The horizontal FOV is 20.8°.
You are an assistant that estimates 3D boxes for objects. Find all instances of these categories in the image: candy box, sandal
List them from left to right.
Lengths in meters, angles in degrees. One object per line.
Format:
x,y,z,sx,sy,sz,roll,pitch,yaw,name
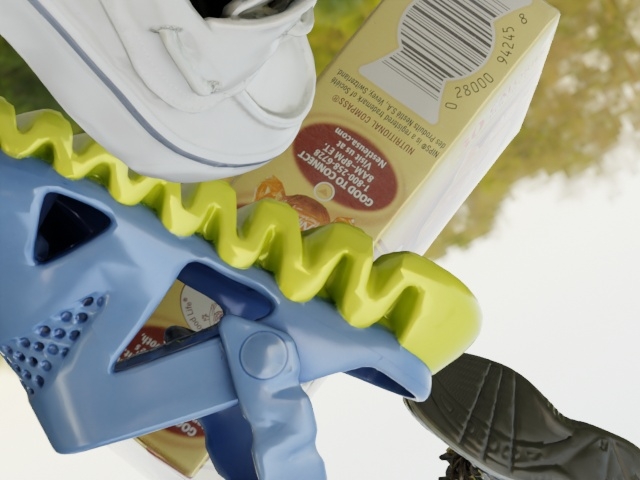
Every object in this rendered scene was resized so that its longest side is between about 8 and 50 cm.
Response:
-0.089,0.031,0.750,0.126,0.317,0.138,156,-46,-78,sandal
0.000,0.000,0.969,0.316,0.087,0.183,-51,169,-13,candy box

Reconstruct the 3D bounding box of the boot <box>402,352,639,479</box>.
0.133,0.177,1.436,0.178,0.236,0.085,-28,-141,57,boot

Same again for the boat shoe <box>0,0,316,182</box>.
-0.041,-0.081,0.524,0.084,0.095,0.258,-3,167,20,boat shoe
